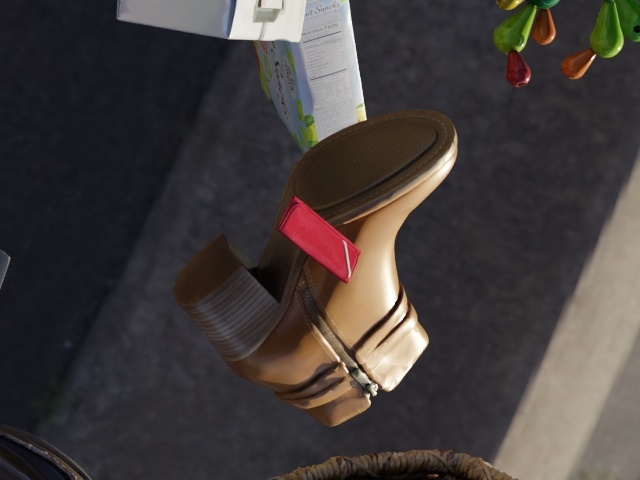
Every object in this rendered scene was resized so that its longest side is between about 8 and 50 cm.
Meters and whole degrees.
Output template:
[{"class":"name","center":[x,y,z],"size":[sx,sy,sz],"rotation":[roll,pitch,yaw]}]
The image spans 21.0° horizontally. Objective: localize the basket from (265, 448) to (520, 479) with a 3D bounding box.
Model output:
[{"class":"basket","center":[0.047,0.252,1.306],"size":[0.299,0.213,0.223],"rotation":[-10,153,-39]}]

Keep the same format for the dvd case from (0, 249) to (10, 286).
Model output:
[{"class":"dvd case","center":[-0.452,0.102,1.866],"size":[0.029,0.239,0.179],"rotation":[42,51,-41]}]

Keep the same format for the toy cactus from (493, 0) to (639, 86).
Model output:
[{"class":"toy cactus","center":[0.228,-0.243,1.473],"size":[0.219,0.180,0.112],"rotation":[-34,149,22]}]

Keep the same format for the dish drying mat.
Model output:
[{"class":"dish drying mat","center":[0.000,0.000,1.348],"size":[0.083,0.008,0.032],"rotation":[39,67,-36]}]

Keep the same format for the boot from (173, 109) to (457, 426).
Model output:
[{"class":"boot","center":[0.041,0.034,1.481],"size":[0.283,0.109,0.220],"rotation":[-40,128,6]}]

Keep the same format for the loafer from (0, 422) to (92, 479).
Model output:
[{"class":"loafer","center":[-0.383,0.215,1.625],"size":[0.366,0.130,0.134],"rotation":[21,84,-6]}]

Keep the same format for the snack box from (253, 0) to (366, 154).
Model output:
[{"class":"snack box","center":[-0.020,-0.201,1.692],"size":[0.070,0.174,0.207],"rotation":[-20,131,-9]}]

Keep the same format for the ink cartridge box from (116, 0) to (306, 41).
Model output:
[{"class":"ink cartridge box","center":[-0.081,-0.186,1.320],"size":[0.135,0.099,0.056],"rotation":[-13,113,-67]}]
